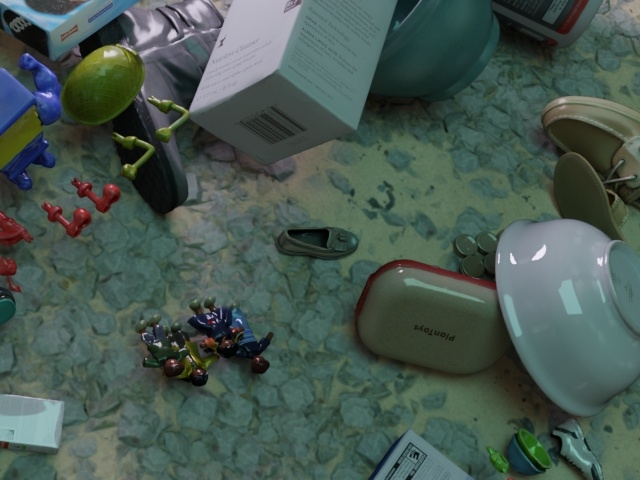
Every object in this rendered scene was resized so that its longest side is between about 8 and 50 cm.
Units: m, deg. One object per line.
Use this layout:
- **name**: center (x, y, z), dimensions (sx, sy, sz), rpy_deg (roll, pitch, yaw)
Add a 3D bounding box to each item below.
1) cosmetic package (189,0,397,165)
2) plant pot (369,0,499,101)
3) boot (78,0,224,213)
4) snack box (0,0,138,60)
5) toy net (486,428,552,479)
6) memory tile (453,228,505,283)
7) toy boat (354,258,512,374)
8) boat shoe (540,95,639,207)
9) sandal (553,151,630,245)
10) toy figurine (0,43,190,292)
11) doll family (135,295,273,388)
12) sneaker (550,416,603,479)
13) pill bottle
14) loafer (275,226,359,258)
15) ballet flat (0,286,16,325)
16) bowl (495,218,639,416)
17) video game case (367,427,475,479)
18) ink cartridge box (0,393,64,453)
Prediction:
- **cosmetic package**: center (-0.017, -0.319, 1.806), dimensions (0.156, 0.217, 0.385), rpy_deg (33, 58, -30)
- **plant pot**: center (0.147, -0.332, 1.933), dimensions (0.196, 0.293, 0.293), rpy_deg (35, 54, -31)
- **boot**: center (-0.194, -0.212, 1.834), dimensions (0.223, 0.118, 0.338), rpy_deg (-13, 73, -30)
- **snack box**: center (-0.428, -0.391, 1.814), dimensions (0.322, 0.060, 0.187), rpy_deg (31, 56, 22)
- **toy net**: center (0.317, 0.361, 1.714), dimensions (0.232, 0.045, 0.122), rpy_deg (54, 17, 19)
- **memory tile**: center (0.266, 0.053, 1.909), dimensions (0.113, 0.012, 0.148), rpy_deg (-8, 68, -22)
- **toy boat**: center (0.164, 0.090, 1.799), dimensions (0.231, 0.151, 0.151), rpy_deg (16, 31, -11)
- **boat shoe**: center (0.498, -0.115, 2.010), dimensions (0.341, 0.121, 0.110), rpy_deg (26, 58, -6)
- **sandal**: center (0.447, -0.028, 1.986), dimensions (0.079, 0.088, 0.240), rpy_deg (-13, 74, -46)
- **toy figurine**: center (-0.358, -0.137, 1.602), dimensions (0.191, 0.217, 0.362), rpy_deg (41, 79, 22)
- **doll family**: center (-0.148, 0.141, 1.684), dimensions (0.193, 0.076, 0.111), rpy_deg (-22, 53, -22)
- **sneaker**: center (0.363, 0.307, 1.802), dimensions (0.044, 0.040, 0.109), rpy_deg (-22, 69, -10)
- **pill bottle**: center (0.285, -0.477, 2.071), dimensions (0.363, 0.210, 0.210), rpy_deg (25, 59, -6)
- **loafer**: center (0.000, 0.000, 1.828), dimensions (0.125, 0.039, 0.045), rpy_deg (0, 63, -19)
- **ballet flat**: center (-0.480, 0.115, 1.596), dimensions (0.203, 0.074, 0.074), rpy_deg (-34, 78, -23)
- **bowl**: center (0.383, 0.087, 1.784), dimensions (0.298, 0.134, 0.298), rpy_deg (32, 46, -39)
- **video game case**: center (0.134, 0.423, 1.645), dimensions (0.244, 0.061, 0.269), rpy_deg (38, 58, 3)
- **ink cartridge box**: center (-0.381, 0.227, 1.589), dimensions (0.115, 0.029, 0.063), rpy_deg (9, 62, -13)
